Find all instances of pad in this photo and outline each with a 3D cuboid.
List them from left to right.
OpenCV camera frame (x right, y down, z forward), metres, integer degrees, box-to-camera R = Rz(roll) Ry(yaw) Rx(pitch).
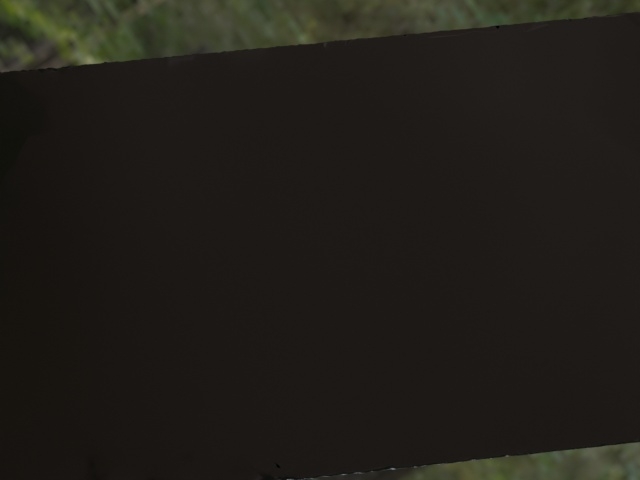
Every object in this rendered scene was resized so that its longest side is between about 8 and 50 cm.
[{"bbox_3d":[0.000,0.000,0.800,0.007,0.367,0.248,89,172,-47],"label":"pad"}]
